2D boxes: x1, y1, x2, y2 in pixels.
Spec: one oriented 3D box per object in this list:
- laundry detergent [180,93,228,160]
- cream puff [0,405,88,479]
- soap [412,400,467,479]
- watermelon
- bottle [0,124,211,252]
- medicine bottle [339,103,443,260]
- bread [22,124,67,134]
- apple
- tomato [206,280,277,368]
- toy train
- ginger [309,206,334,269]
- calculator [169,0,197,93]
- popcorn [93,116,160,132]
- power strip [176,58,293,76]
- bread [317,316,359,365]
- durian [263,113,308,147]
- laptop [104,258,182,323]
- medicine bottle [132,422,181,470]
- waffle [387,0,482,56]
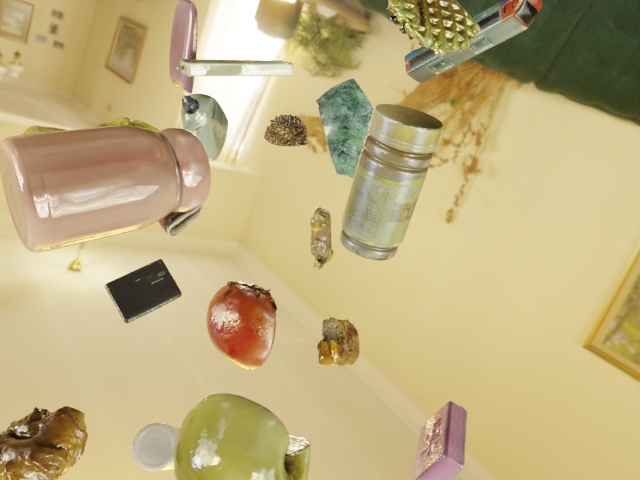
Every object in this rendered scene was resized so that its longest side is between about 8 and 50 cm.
[{"bbox_3d":[-0.425,-0.414,2.005,0.105,0.214,0.280,11,171,12],"label":"laundry detergent"},{"bbox_3d":[-0.715,0.528,1.439,0.241,0.154,0.269,11,-145,31],"label":"cream puff"},{"bbox_3d":[0.381,0.655,1.801,0.081,0.181,0.259,35,-150,-1],"label":"soap"},{"bbox_3d":[0.127,-0.392,2.142,0.228,0.387,0.258,-23,-178,5],"label":"watermelon"},{"bbox_3d":[-0.327,-0.082,0.903,0.297,0.206,0.173,-18,-138,-36],"label":"bottle"},{"bbox_3d":[0.148,-0.124,1.260,0.151,0.322,0.151,12,-152,-6],"label":"medicine bottle"},{"bbox_3d":[-0.854,-0.259,1.772,0.171,0.197,0.197,-2,-156,-26],"label":"bread"},{"bbox_3d":[-0.170,0.480,1.194,0.258,0.295,0.233,-5,-129,19],"label":"apple"},{"bbox_3d":[-0.285,0.272,1.865,0.170,0.309,0.309,11,-162,-35],"label":"tomato"},{"bbox_3d":[0.427,-0.570,1.613,0.086,0.089,0.409,14,157,-43],"label":"toy train"},{"bbox_3d":[0.000,-0.001,1.990,0.080,0.333,0.166,14,-128,11],"label":"ginger"},{"bbox_3d":[-0.450,-0.643,1.856,0.043,0.294,0.194,-5,-154,-31],"label":"calculator"},{"bbox_3d":[-0.409,-0.135,1.221,0.212,0.259,0.259,27,-165,34],"label":"popcorn"},{"bbox_3d":[-0.262,-0.533,1.752,0.367,0.043,0.106,-7,-155,-23],"label":"power strip"},{"bbox_3d":[0.070,0.384,2.155,0.109,0.185,0.380,-3,169,14],"label":"bread"},{"bbox_3d":[-0.096,-0.352,1.804,0.148,0.091,0.188,-13,-138,-39],"label":"durian"},{"bbox_3d":[-0.582,0.164,1.876,0.207,0.026,0.154,-27,-102,-28],"label":"laptop"},{"bbox_3d":[-0.470,0.634,1.736,0.130,0.130,0.341,22,159,5],"label":"medicine bottle"},{"bbox_3d":[0.252,-0.499,1.263,0.214,0.054,0.208,46,-122,11],"label":"waffle"}]
